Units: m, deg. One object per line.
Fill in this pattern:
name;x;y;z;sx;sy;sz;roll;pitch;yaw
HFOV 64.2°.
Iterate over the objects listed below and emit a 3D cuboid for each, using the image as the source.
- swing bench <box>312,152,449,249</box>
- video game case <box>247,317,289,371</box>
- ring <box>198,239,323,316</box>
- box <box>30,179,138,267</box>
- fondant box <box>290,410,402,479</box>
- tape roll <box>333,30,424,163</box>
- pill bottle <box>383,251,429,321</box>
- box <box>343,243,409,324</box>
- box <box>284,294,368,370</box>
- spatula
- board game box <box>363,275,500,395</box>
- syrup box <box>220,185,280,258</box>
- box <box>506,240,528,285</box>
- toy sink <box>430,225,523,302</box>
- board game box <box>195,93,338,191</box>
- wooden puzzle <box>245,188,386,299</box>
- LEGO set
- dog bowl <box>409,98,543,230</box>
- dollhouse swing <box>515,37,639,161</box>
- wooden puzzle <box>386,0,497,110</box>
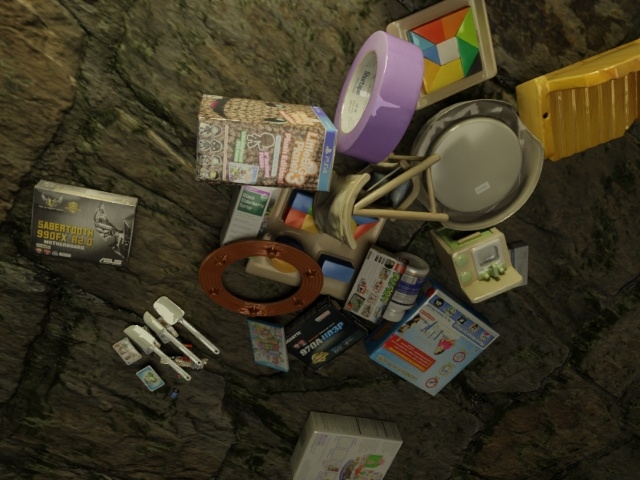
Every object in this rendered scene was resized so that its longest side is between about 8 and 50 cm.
swing bench;0.123;-0.104;1.214;0.255;0.253;0.165;-15;103;-15
video game case;-0.155;0.312;1.523;0.119;0.015;0.166;9;121;25
ring;-0.159;0.117;1.379;0.337;0.032;0.336;-2;138;-2
box;-0.588;-0.037;1.274;0.231;0.056;0.183;11;115;-16
fondant box;0.087;0.734;1.779;0.331;0.096;0.238;14;114;-16
tape roll;0.121;-0.315;1.141;0.090;0.274;0.274;15;113;-17
pill bottle;0.233;0.137;1.489;0.112;0.112;0.186;13;114;-17
box;0.154;0.125;1.428;0.114;0.036;0.206;25;114;7
box;0.006;0.282;1.537;0.220;0.051;0.175;-38;118;20
spatula;-0.417;0.287;1.464;0.168;0.019;0.242;-42;106;4
board game box;0.349;0.308;1.613;0.308;0.086;0.302;35;106;-24
syrup box;-0.180;-0.082;1.306;0.093;0.096;0.236;15;114;-19
box;0.541;0.089;1.565;0.186;0.038;0.145;-12;118;-3
toy sink;0.424;0.037;1.404;0.153;0.234;0.131;-23;119;3
board game box;-0.131;-0.226;1.164;0.291;0.232;0.141;3;116;-13
wooden puzzle;0.000;0.000;1.391;0.322;0.080;0.347;18;113;-19
LEGO set;-0.462;0.350;1.514;0.183;0.060;0.244;-31;106;6
dog bowl;0.393;-0.202;1.337;0.349;0.102;0.348;-2;116;-4
dollhouse swing;0.719;-0.328;1.234;0.347;0.305;0.315;-21;119;-1
wooden puzzle;0.300;-0.456;1.234;0.239;0.044;0.220;-22;119;1
